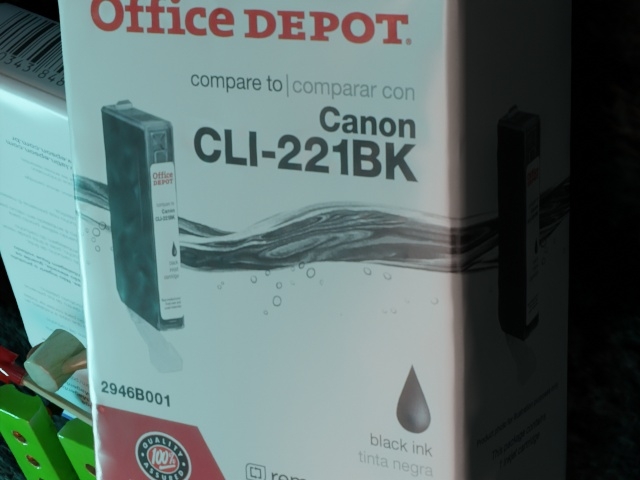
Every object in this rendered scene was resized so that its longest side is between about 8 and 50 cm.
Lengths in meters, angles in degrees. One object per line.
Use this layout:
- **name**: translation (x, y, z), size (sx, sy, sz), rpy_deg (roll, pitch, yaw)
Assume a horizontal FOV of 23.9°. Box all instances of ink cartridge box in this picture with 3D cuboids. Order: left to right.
- **ink cartridge box**: translation (-0.054, 0.044, 0.909), size (0.324, 0.071, 0.330), rpy_deg (22, 144, 24)
- **ink cartridge box**: translation (0.000, 0.000, 0.670), size (0.197, 0.114, 0.272), rpy_deg (7, 107, 31)

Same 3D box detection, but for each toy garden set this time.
- **toy garden set**: translation (-0.112, 0.126, 0.961), size (0.244, 0.049, 0.203), rpy_deg (17, 142, 32)
